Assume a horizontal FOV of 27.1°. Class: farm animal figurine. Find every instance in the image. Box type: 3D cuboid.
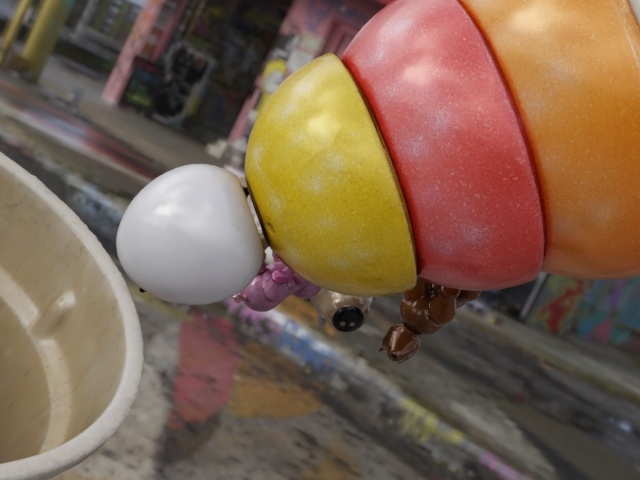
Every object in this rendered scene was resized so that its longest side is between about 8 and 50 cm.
[{"bbox_3d":[0.000,0.000,1.382,0.330,0.172,0.326,18,45,-1],"label":"farm animal figurine"}]

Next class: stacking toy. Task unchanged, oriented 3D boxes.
[{"bbox_3d":[0.058,-0.067,1.125,0.480,0.350,0.350,-18,12,-3],"label":"stacking toy"}]

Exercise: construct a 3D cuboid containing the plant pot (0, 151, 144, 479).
[{"bbox_3d":[-0.321,0.116,0.774,0.334,0.305,0.334,28,25,-15],"label":"plant pot"}]
